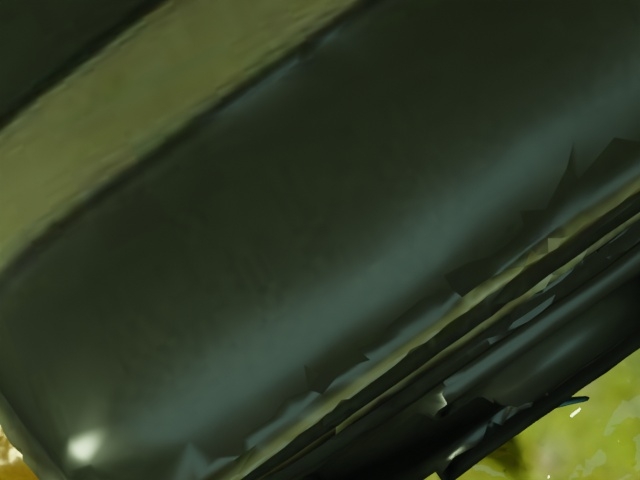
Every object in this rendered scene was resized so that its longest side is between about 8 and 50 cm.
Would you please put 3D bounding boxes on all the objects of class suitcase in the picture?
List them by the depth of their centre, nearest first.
[{"bbox_3d":[-0.038,-0.110,0.473,0.283,0.434,0.194,-35,161,-2],"label":"suitcase"}]

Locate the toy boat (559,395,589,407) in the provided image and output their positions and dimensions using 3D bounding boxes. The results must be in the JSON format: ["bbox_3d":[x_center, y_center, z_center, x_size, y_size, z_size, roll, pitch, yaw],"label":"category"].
[{"bbox_3d":[-0.028,-0.013,0.636,0.210,0.291,0.070,22,104,-16],"label":"toy boat"}]

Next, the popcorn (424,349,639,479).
[{"bbox_3d":[0.152,0.107,0.841,0.259,0.259,0.212,-45,164,6],"label":"popcorn"}]

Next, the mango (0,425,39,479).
[{"bbox_3d":[-0.076,0.078,0.763,0.227,0.109,0.147,-13,117,-3],"label":"mango"}]
